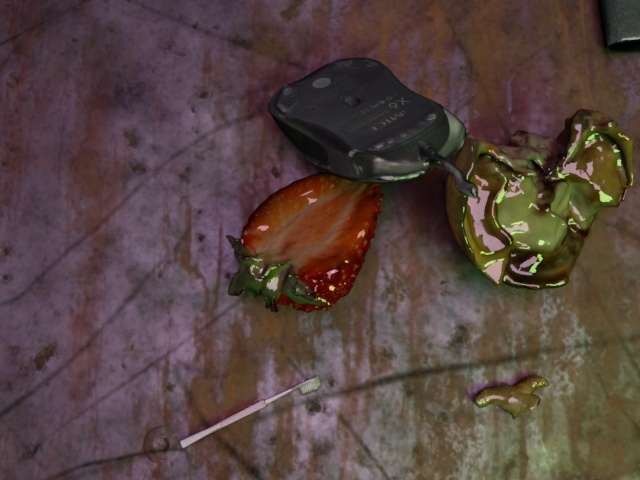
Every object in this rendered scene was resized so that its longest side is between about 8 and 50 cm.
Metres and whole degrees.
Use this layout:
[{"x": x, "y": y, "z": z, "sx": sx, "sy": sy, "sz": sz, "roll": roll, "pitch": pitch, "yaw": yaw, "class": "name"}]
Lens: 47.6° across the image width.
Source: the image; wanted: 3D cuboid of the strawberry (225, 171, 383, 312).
[{"x": -0.010, "y": -0.009, "z": 0.932, "sx": 0.174, "sy": 0.098, "sz": 0.228, "roll": 16, "pitch": 58, "yaw": 21, "class": "strawberry"}]

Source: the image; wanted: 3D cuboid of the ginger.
[{"x": 0.243, "y": 0.200, "z": 0.908, "sx": 0.097, "sy": 0.030, "sz": 0.048, "roll": -15, "pitch": 51, "yaw": -3, "class": "ginger"}]

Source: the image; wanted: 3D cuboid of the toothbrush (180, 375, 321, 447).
[{"x": -0.088, "y": 0.218, "z": 0.926, "sx": 0.194, "sy": 0.014, "sz": 0.017, "roll": -23, "pitch": 79, "yaw": -2, "class": "toothbrush"}]

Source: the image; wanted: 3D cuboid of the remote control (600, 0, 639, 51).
[{"x": 0.431, "y": -0.447, "z": 1.019, "sx": 0.107, "sy": 0.044, "sz": 0.378, "roll": -5, "pitch": 78, "yaw": 6, "class": "remote control"}]

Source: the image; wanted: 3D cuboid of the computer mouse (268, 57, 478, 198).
[{"x": 0.069, "y": -0.120, "z": 0.883, "sx": 0.167, "sy": 0.090, "sz": 0.379, "roll": -29, "pitch": 41, "yaw": -14, "class": "computer mouse"}]

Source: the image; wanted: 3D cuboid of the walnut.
[{"x": 0.256, "y": -0.049, "z": 0.901, "sx": 0.238, "sy": 0.141, "sz": 0.204, "roll": -13, "pitch": 101, "yaw": -9, "class": "walnut"}]
